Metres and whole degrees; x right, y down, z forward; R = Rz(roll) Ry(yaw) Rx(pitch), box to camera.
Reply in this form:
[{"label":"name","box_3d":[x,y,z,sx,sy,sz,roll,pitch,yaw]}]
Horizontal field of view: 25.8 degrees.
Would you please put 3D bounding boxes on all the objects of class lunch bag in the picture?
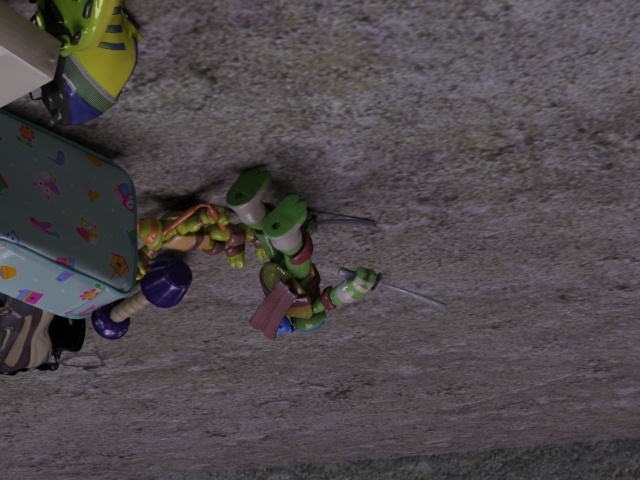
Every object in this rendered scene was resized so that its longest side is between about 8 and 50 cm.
[{"label":"lunch bag","box_3d":[-0.354,-0.037,1.745,0.108,0.224,0.279,-30,142,30]}]

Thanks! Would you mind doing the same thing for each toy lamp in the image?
[{"label":"toy lamp","box_3d":[-0.291,0.095,2.279,0.080,0.080,0.275,11,154,-29]}]

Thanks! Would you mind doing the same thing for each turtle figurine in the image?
[{"label":"turtle figurine","box_3d":[0.000,0.000,1.960,0.275,0.197,0.266,-18,140,11]},{"label":"turtle figurine","box_3d":[-0.192,-0.003,2.024,0.217,0.087,0.269,7,149,-42]}]

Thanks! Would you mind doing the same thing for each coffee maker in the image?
[{"label":"coffee maker","box_3d":[-0.515,0.152,2.386,0.171,0.120,0.178,37,141,-23]}]

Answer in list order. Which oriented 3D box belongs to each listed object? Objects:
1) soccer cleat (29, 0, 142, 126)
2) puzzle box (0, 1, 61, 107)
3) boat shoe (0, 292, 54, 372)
[{"label":"soccer cleat","box_3d":[-0.242,-0.224,1.490,0.121,0.093,0.289,-27,164,-27]},{"label":"puzzle box","box_3d":[-0.494,-0.232,1.357,0.272,0.052,0.409,-18,142,37]},{"label":"boat shoe","box_3d":[-0.446,0.091,1.912,0.130,0.132,0.355,-26,152,-23]}]
